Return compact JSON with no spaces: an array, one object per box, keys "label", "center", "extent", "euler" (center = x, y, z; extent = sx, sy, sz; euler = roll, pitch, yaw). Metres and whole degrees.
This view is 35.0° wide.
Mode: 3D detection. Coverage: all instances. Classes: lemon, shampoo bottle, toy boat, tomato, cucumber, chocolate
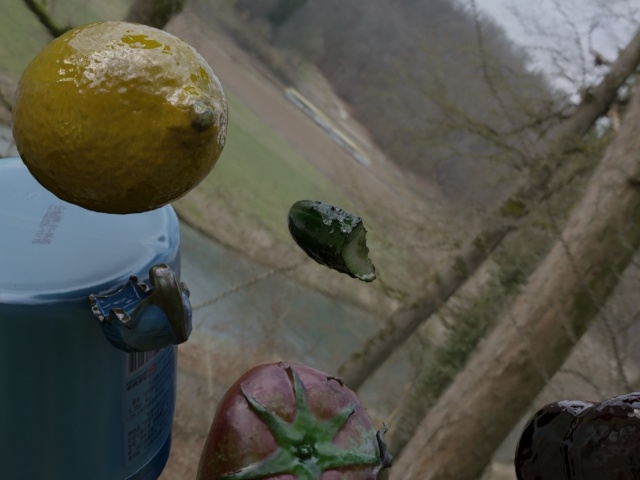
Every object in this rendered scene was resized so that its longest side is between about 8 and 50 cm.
[{"label":"lemon","center":[-0.191,-0.116,0.971],"extent":[0.244,0.187,0.187],"euler":[4,-18,31]},{"label":"shampoo bottle","center":[-0.335,0.116,1.231],"extent":[0.331,0.342,0.331],"euler":[7,32,-4]},{"label":"toy boat","center":[-0.170,0.058,0.969],"extent":[0.185,0.075,0.077],"euler":[2,-65,63]},{"label":"tomato","center":[-0.054,0.339,1.542],"extent":[0.303,0.303,0.239],"euler":[39,-29,-1]},{"label":"cucumber","center":[0.000,0.000,0.927],"extent":[0.107,0.035,0.067],"euler":[22,-43,47]},{"label":"chocolate","center":[0.170,0.145,0.611],"extent":[0.080,0.125,0.149],"euler":[26,-22,-29]}]
